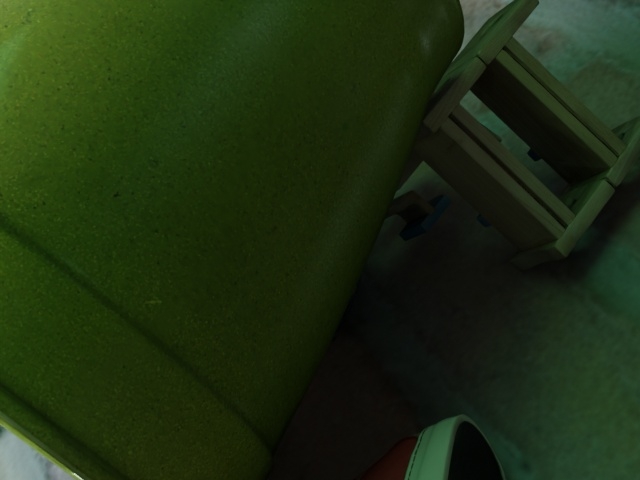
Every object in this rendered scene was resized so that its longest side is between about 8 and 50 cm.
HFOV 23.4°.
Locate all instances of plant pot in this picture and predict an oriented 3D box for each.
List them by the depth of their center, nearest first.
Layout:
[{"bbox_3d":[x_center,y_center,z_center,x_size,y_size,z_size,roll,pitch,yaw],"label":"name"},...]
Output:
[{"bbox_3d":[-0.104,-0.054,0.903,0.353,0.366,0.366,-53,35,-12],"label":"plant pot"}]

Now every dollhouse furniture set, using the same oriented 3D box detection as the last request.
[{"bbox_3d":[0.116,-0.063,1.074,0.129,0.129,0.184,-50,9,-20],"label":"dollhouse furniture set"}]

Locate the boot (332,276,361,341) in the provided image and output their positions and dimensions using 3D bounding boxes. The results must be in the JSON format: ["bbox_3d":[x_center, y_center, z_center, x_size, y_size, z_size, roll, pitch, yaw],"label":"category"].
[{"bbox_3d":[0.000,0.000,1.142,0.086,0.069,0.190,-2,54,33],"label":"boot"}]

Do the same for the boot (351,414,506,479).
[{"bbox_3d":[0.000,0.199,0.825,0.176,0.088,0.244,-27,12,23],"label":"boot"}]
